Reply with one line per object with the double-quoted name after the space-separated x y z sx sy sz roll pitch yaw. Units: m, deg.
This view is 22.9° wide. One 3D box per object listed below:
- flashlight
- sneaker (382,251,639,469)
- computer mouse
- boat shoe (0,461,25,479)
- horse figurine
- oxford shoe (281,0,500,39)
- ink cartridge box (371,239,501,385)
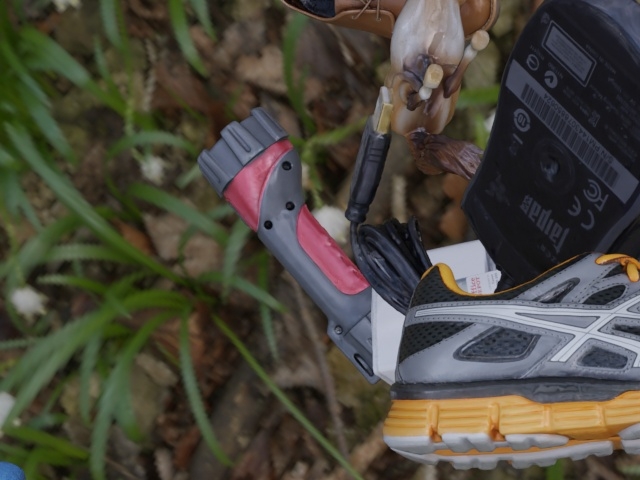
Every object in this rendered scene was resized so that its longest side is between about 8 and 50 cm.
0.000 0.000 1.681 0.304 0.103 0.103 47 49 7 "flashlight"
0.130 0.044 0.639 0.214 0.084 0.083 -4 69 11 "sneaker"
0.096 -0.037 0.763 0.060 0.262 0.184 -22 52 -31 "computer mouse"
-0.274 0.251 1.073 0.089 0.109 0.258 19 102 -9 "boat shoe"
0.091 -0.157 1.209 0.066 0.174 0.263 9 71 -8 "horse figurine"
0.055 -0.205 1.374 0.212 0.076 0.076 9 109 34 "oxford shoe"
0.164 0.061 1.096 0.217 0.158 0.092 -11 61 27 "ink cartridge box"
